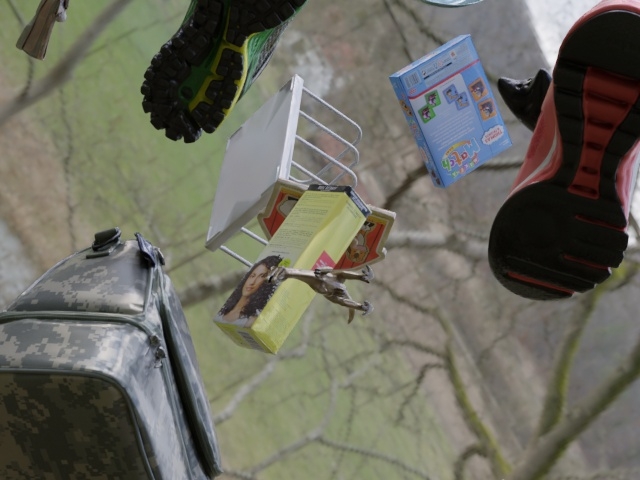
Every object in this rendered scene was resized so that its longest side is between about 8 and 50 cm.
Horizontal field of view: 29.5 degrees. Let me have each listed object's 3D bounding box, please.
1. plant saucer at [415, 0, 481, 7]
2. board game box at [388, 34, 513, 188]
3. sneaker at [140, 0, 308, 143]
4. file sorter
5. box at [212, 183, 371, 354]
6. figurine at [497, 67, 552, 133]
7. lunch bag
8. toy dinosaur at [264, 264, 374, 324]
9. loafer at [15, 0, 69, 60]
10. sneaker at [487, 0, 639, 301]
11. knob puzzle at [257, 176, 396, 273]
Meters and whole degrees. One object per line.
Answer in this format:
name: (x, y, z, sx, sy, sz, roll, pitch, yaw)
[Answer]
plant saucer: (0.171, -0.399, 1.820, 0.037, 0.194, 0.195, 105, -35, -47)
board game box: (0.224, -0.219, 2.068, 0.039, 0.160, 0.212, 13, -48, 62)
sneaker: (-0.088, -0.279, 1.392, 0.134, 0.343, 0.146, 36, 24, -4)
file sorter: (-0.050, -0.092, 2.015, 0.173, 0.193, 0.278, 33, 39, -23)
box: (-0.034, 0.032, 1.535, 0.087, 0.232, 0.058, 5, -37, 50)
figurine: (0.322, -0.121, 1.346, 0.214, 0.092, 0.209, -17, -67, 46)
lunch bag: (-0.229, 0.173, 1.325, 0.256, 0.212, 0.305, -70, 153, -57)
toy dinosaur: (0.016, 0.051, 1.352, 0.092, 0.053, 0.183, 6, -14, 38)
loafer: (-0.330, -0.275, 1.494, 0.039, 0.125, 0.045, 36, 33, -10)
sneaker: (0.241, -0.081, 1.071, 0.136, 0.115, 0.314, -57, 166, -52)
knob puzzle: (0.000, 0.000, 1.726, 0.213, 0.213, 0.030, 62, 34, -47)
